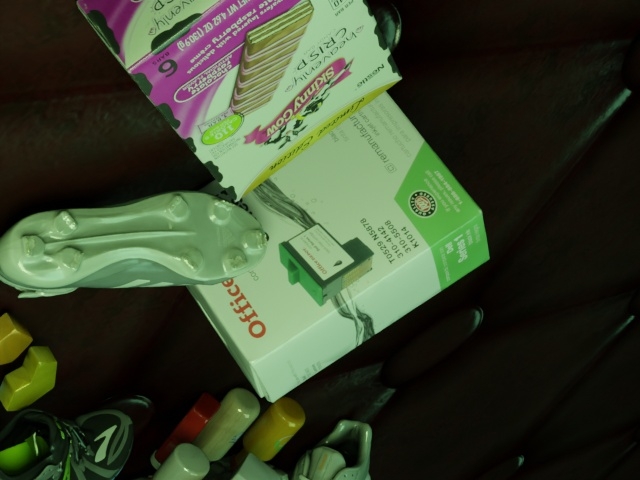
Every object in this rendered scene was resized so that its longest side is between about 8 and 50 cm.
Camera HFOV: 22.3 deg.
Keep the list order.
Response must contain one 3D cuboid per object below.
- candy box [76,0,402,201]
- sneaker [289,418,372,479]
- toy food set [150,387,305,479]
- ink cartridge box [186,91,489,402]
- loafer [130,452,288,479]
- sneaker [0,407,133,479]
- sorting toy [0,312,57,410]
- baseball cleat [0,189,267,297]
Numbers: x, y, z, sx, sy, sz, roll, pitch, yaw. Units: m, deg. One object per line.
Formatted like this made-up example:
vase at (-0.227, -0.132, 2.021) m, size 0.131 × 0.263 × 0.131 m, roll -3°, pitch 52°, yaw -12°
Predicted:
candy box at (-0.046, -0.134, 1.105) m, size 0.159 × 0.071 × 0.233 m, roll -37°, pitch 157°, yaw 0°
sneaker at (-0.016, 0.302, 1.864) m, size 0.262 × 0.099 × 0.121 m, roll -56°, pitch 163°, yaw -47°
toy food set at (-0.109, 0.230, 1.618) m, size 0.104 × 0.111 × 0.232 m, roll -51°, pitch -177°, yaw 30°
ink cartridge box at (0.000, 0.000, 1.302) m, size 0.219 × 0.160 × 0.092 m, roll -34°, pitch 155°, yaw -7°
loafer at (-0.136, 0.303, 1.693) m, size 0.319 × 0.112 × 0.111 m, roll -1°, pitch 109°, yaw -59°
sneaker at (-0.220, 0.176, 1.339) m, size 0.188 × 0.067 × 0.078 m, roll -12°, pitch 145°, yaw -50°
sorting toy at (-0.341, 0.173, 1.322) m, size 0.307 × 0.041 × 0.229 m, roll -37°, pitch 152°, yaw 2°
baseball cleat at (-0.147, 0.004, 1.200) m, size 0.206 × 0.072 × 0.109 m, roll 1°, pitch 169°, yaw -29°
